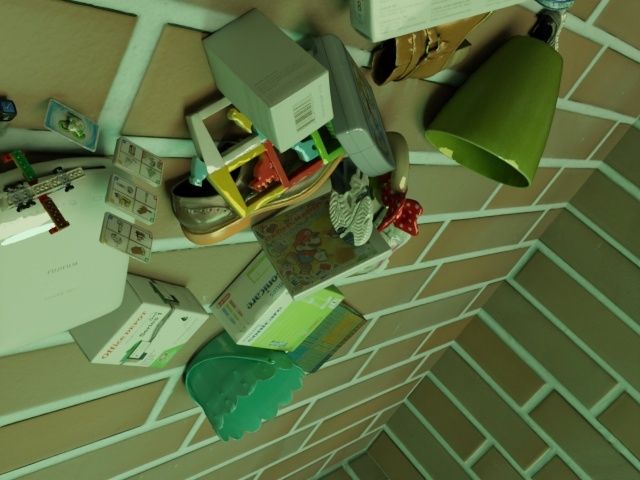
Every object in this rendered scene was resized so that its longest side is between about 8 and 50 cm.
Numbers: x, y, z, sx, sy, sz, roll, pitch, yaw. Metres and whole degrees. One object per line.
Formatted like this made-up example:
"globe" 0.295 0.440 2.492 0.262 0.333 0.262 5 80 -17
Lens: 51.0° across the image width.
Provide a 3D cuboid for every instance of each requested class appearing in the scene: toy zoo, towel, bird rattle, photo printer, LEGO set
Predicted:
"toy zoo" -0.095 -0.171 1.127 0.293 0.030 0.192 -35 117 -20
"towel" -0.001 0.302 2.089 0.271 0.040 0.370 -44 156 3
"bird rattle" 0.143 -0.131 1.458 0.143 0.253 0.206 2 108 -5
"photo printer" -0.407 0.015 0.998 0.256 0.107 0.307 -21 146 -40
"LEGO set" -0.330 -0.083 0.892 0.060 0.182 0.244 -26 141 35

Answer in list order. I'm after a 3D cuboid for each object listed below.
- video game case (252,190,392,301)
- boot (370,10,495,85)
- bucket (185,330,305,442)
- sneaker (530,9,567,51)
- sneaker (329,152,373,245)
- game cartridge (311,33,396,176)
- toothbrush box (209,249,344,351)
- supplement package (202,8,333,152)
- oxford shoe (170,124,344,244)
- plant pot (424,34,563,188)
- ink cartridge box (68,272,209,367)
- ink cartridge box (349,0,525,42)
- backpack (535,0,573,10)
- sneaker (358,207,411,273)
"video game case" 0.000 0.000 1.398 0.227 0.206 0.026 -25 145 -12
"boot" 0.207 -0.419 1.249 0.220 0.109 0.283 -23 155 -28
"bucket" -0.199 0.358 1.722 0.281 0.183 0.281 -33 152 -21
"sneaker" 0.545 -0.490 1.645 0.075 0.063 0.170 -30 146 -26
"sneaker" 0.072 -0.109 1.403 0.094 0.234 0.153 -22 176 24
"game cartridge" 0.068 -0.218 1.186 0.062 0.198 0.297 -23 168 13
"toothbrush box" -0.096 0.150 1.625 0.206 0.122 0.283 -47 155 9
"supplement package" -0.077 -0.240 1.001 0.105 0.179 0.105 -37 153 -14
"oxford shoe" -0.099 -0.132 1.200 0.364 0.130 0.132 -36 147 -14
"plant pot" 0.433 -0.315 1.565 0.293 0.275 0.275 -61 153 0
"ink cartridge box" -0.351 0.161 1.314 0.160 0.092 0.219 -48 154 8
"ink cartridge box" 0.190 -0.529 1.025 0.308 0.091 0.384 -19 130 -16
"backpack" 0.507 -0.550 1.451 0.114 0.105 0.084 -19 144 -32
"sneaker" 0.153 0.007 1.786 0.111 0.103 0.252 -18 144 -44
